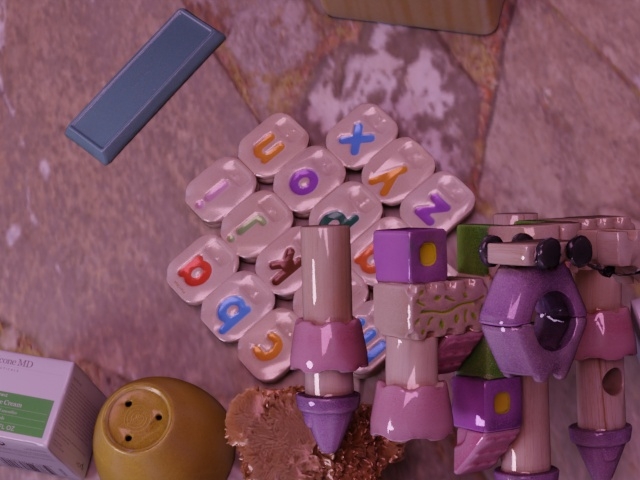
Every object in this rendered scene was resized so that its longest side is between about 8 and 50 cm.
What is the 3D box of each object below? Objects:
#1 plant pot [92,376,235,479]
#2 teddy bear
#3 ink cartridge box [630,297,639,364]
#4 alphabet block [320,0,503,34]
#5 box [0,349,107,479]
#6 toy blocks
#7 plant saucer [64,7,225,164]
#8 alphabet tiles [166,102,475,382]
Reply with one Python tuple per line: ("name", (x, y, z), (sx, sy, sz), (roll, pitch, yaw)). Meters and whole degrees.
("plant pot", (-0.153, 0.178, 1.396), (0.134, 0.095, 0.134), (-4, 64, 9))
("teddy bear", (-0.019, 0.297, 1.319), (0.245, 0.113, 0.338), (-17, 70, 11))
("ink cartridge box", (0.389, 0.102, 1.328), (0.203, 0.086, 0.148), (-16, 63, 3))
("alphabet block", (0.095, -0.344, 1.541), (0.193, 0.197, 0.192), (7, 66, 15))
("box", (-0.268, 0.162, 1.424), (0.101, 0.102, 0.087), (8, 64, 16))
("toy blocks", (0.162, 0.115, 1.228), (0.309, 0.288, 0.260), (3, 95, 54))
("plant saucer", (-0.187, -0.168, 1.615), (0.067, 0.018, 0.192), (35, 75, 24))
("alphabet tiles", (0.000, 0.000, 1.493), (0.278, 0.021, 0.284), (-41, 64, -10))
